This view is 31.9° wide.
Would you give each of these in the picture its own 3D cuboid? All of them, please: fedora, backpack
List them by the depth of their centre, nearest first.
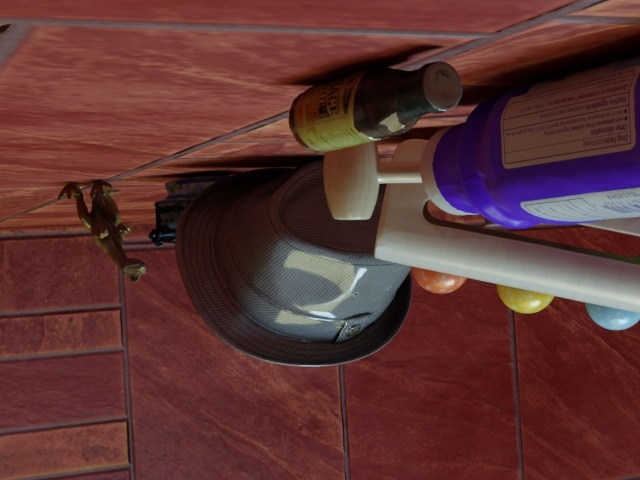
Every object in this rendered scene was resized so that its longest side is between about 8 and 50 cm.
[{"bbox_3d":[0.000,0.000,1.170,0.275,0.244,0.124,0,148,-33],"label":"fedora"},{"bbox_3d":[-0.124,-0.034,1.296,0.114,0.084,0.105,2,-178,29],"label":"backpack"}]

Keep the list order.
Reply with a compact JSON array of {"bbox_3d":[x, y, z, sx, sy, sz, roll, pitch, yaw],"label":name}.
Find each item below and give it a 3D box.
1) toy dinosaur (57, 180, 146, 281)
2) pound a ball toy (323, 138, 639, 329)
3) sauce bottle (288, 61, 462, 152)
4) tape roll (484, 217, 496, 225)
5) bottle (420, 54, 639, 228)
[{"bbox_3d":[-0.263,-0.029,1.333,0.064,0.112,0.211,-24,-137,-5],"label":"toy dinosaur"},{"bbox_3d":[0.162,-0.004,0.956,0.319,0.136,0.208,11,-175,7],"label":"pound a ball toy"},{"bbox_3d":[0.029,-0.076,0.624,0.042,0.042,0.128,-3,177,-33],"label":"sauce bottle"},{"bbox_3d":[0.366,-0.064,1.761,0.219,0.072,0.219,-3,180,0],"label":"tape roll"},{"bbox_3d":[0.163,-0.057,0.690,0.118,0.092,0.283,-2,179,-26],"label":"bottle"}]
